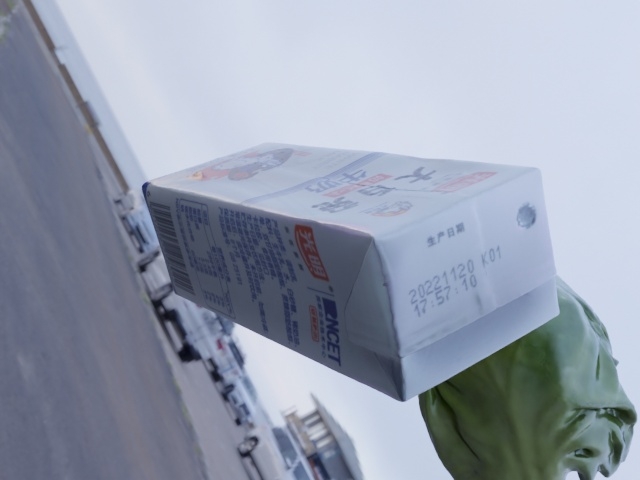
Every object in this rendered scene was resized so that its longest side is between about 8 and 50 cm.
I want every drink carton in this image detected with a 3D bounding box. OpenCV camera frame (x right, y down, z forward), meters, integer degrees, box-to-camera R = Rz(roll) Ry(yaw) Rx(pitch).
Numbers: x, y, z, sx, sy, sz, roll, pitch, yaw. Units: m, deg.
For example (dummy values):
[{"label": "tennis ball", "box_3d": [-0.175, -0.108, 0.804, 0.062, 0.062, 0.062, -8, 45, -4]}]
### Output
[{"label": "drink carton", "box_3d": [0.000, 0.000, 0.564, 0.315, 0.131, 0.106, 14, -57, 56]}]

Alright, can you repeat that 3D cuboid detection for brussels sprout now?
[{"label": "brussels sprout", "box_3d": [0.321, 0.214, 1.378, 0.425, 0.343, 0.361, -99, 165, -76]}]
